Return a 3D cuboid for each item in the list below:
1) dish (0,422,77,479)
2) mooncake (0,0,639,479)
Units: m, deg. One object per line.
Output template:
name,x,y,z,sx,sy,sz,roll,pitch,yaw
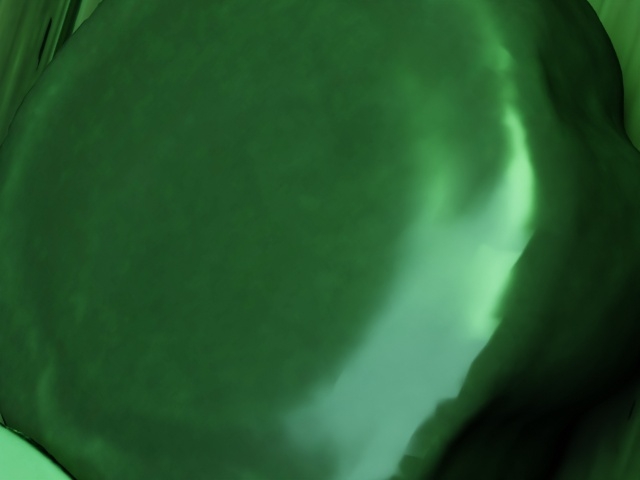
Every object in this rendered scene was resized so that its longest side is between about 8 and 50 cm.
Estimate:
dish,-0.136,0.220,0.621,0.316,0.106,0.316,23,122,44
mooncake,0.000,0.000,0.620,0.245,0.133,0.245,-6,80,33
